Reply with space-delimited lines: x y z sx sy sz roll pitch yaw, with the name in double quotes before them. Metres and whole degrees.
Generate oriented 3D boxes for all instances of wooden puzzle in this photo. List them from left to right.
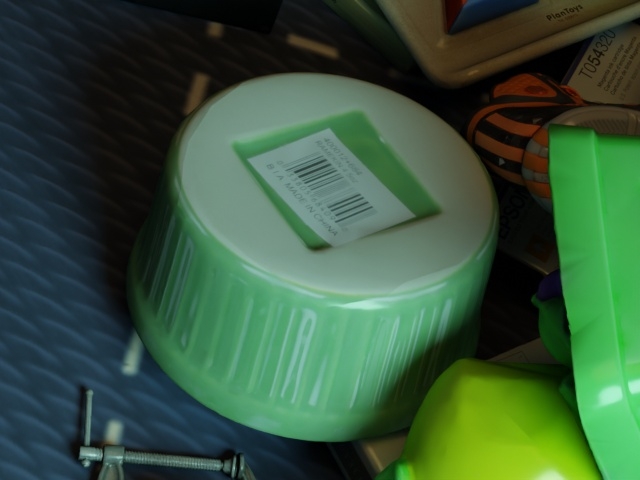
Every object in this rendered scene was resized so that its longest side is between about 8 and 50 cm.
"wooden puzzle" 0.165 -0.331 1.621 0.322 0.080 0.348 -23 66 -25

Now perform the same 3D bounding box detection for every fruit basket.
"fruit basket" 0.201 0.120 1.257 0.392 0.392 0.283 8 55 -11

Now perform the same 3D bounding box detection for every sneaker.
"sneaker" 0.264 -0.090 1.454 0.321 0.125 0.180 6 16 -32

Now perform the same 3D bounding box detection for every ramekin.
"ramekin" 0.000 0.000 1.361 0.303 0.148 0.303 8 45 -8

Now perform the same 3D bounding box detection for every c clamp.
"c clamp" -0.119 0.194 1.333 0.160 0.022 0.137 12 60 -10

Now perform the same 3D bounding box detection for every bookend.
"bookend" -0.108 -0.294 1.585 0.156 0.072 0.157 11 58 -11

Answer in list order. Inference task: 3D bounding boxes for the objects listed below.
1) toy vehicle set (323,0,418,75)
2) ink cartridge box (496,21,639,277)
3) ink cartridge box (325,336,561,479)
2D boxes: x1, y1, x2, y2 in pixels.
"toy vehicle set" 0.045 -0.301 1.653 0.267 0.035 0.166 44 59 11
"ink cartridge box" 0.343 -0.023 1.561 0.330 0.071 0.324 29 57 6
"ink cartridge box" 0.170 0.227 1.376 0.239 0.060 0.275 -17 66 -32
